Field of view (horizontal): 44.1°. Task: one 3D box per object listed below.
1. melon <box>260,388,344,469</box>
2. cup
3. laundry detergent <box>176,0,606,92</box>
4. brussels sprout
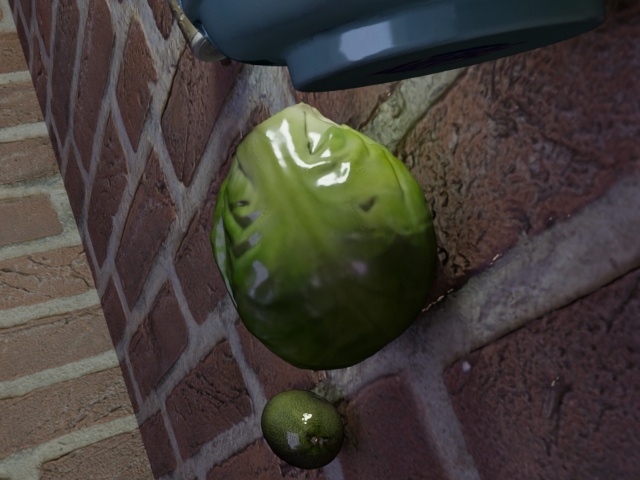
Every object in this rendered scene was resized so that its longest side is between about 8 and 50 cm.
[{"bbox_3d":[-0.026,0.244,1.034,0.162,0.099,0.099,-178,75,-70],"label":"melon"},{"bbox_3d":[-0.155,-0.284,1.051,0.099,0.074,0.102,65,152,21],"label":"cup"},{"bbox_3d":[0.041,-0.250,0.434,0.287,0.287,0.305,1,104,63],"label":"laundry detergent"},{"bbox_3d":[0.000,0.000,0.751,0.244,0.244,0.244,39,136,51],"label":"brussels sprout"}]
